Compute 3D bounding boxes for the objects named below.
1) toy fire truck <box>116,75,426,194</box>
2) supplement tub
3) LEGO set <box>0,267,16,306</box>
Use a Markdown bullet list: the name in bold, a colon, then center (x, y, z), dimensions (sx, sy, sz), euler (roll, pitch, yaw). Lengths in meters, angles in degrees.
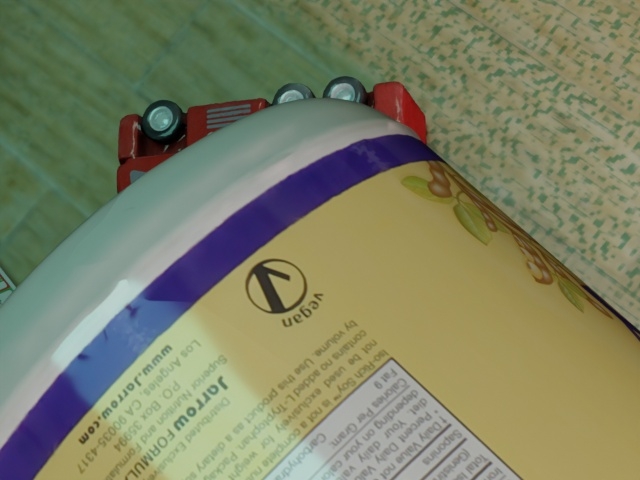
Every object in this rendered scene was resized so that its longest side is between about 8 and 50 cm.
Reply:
- **toy fire truck**: center (0.000, 0.000, 0.714), dimensions (0.192, 0.047, 0.135), euler (-6, 71, 17)
- **supplement tub**: center (0.049, 0.139, 0.530), dimensions (0.331, 0.241, 0.241), euler (42, 88, 16)
- **LEGO set**: center (-0.202, 0.122, 0.694), dimensions (0.244, 0.060, 0.182), euler (-26, 60, -32)
